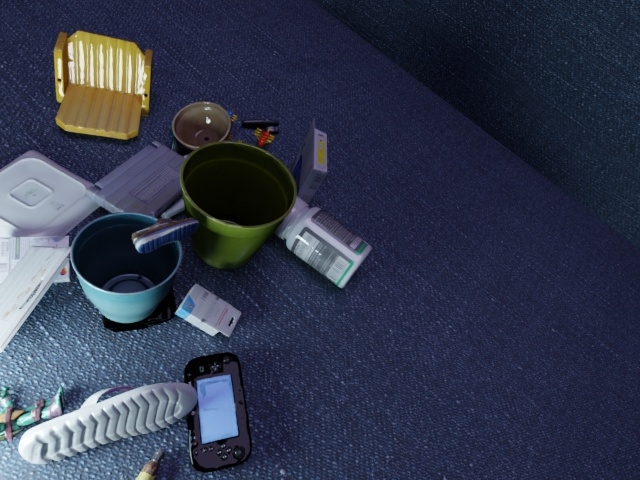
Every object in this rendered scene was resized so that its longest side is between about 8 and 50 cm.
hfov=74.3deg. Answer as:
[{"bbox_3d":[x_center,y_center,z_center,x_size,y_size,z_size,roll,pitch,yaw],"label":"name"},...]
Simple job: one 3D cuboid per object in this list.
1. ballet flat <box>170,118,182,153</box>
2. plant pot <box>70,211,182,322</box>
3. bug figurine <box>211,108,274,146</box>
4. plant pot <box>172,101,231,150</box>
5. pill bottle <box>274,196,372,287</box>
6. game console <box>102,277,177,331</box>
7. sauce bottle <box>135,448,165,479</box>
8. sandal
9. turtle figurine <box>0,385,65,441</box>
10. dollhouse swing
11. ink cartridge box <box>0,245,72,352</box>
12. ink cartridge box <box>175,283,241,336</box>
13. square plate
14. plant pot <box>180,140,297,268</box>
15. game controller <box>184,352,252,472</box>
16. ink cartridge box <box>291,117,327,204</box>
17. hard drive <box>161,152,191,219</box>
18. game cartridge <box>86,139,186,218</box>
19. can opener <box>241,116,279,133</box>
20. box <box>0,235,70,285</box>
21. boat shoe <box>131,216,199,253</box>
[{"bbox_3d":[-0.598,-0.434,1.790,0.068,0.072,0.213,8,52,-28],"label":"ballet flat"},{"bbox_3d":[-0.552,0.101,1.222,0.272,0.255,0.271,12,50,-14],"label":"plant pot"},{"bbox_3d":[-0.363,-0.477,1.915,0.279,0.072,0.216,30,60,-2],"label":"bug figurine"},{"bbox_3d":[-0.486,-0.455,1.769,0.237,0.109,0.237,1,67,-2],"label":"plant pot"},{"bbox_3d":[0.000,0.000,1.624,0.361,0.204,0.204,37,50,7],"label":"pill bottle"},{"bbox_3d":[-0.606,0.122,1.381,0.213,0.044,0.361,-7,57,-27],"label":"game console"},{"bbox_3d":[-0.444,0.605,1.083,0.042,0.042,0.128,28,50,-1],"label":"sauce bottle"},{"bbox_3d":[-0.536,0.438,1.097,0.416,0.169,0.102,-10,38,-26],"label":"sandal"},{"bbox_3d":[-0.767,0.430,1.038,0.234,0.118,0.175,-8,18,-30],"label":"turtle figurine"},{"bbox_3d":[-0.871,-0.622,1.687,0.347,0.315,0.305,5,33,-20],"label":"dollhouse swing"},{"bbox_3d":[-0.787,0.151,1.131,0.261,0.066,0.296,0,54,33],"label":"ink cartridge box"},{"bbox_3d":[-0.361,0.235,1.370,0.180,0.060,0.104,37,47,-16],"label":"ink cartridge box"},{"bbox_3d":[-0.971,-0.148,1.428,0.344,0.049,0.347,29,49,1],"label":"square plate"},{"bbox_3d":[-0.308,-0.087,1.461,0.367,0.353,0.366,12,52,-15],"label":"plant pot"},{"bbox_3d":[-0.299,0.485,1.220,0.167,0.067,0.319,-1,55,-24],"label":"game controller"},{"bbox_3d":[-0.055,-0.296,1.760,0.072,0.303,0.307,15,51,-15],"label":"ink cartridge box"},{"bbox_3d":[-0.543,-0.222,1.646,0.203,0.040,0.307,42,50,10],"label":"hard drive"},{"bbox_3d":[-0.622,-0.208,1.537,0.230,0.068,0.355,35,49,-1],"label":"game cartridge"},{"bbox_3d":[-0.285,-0.558,2.023,0.186,0.059,0.073,1,55,-23],"label":"can opener"},{"bbox_3d":[-0.874,0.060,1.294,0.186,0.038,0.145,-3,73,-24],"label":"box"},{"bbox_3d":[-0.428,-0.031,1.167,0.183,0.066,0.066,-25,65,-37],"label":"boat shoe"}]
